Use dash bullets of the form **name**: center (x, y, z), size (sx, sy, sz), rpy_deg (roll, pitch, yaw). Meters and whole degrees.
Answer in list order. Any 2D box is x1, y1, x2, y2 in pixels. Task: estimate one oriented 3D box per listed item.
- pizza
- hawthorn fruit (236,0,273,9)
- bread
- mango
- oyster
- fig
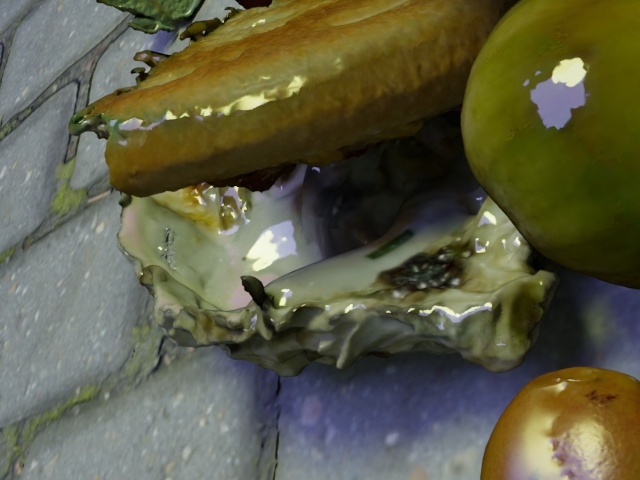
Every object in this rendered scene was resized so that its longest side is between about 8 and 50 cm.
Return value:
- **pizza**: center (0.005, -0.093, 0.515), size (0.290, 0.081, 0.229), rpy_deg (-26, 26, -17)
- **hawthorn fruit**: center (0.020, -0.239, 0.619), size (0.202, 0.185, 0.185), rpy_deg (-8, 60, 29)
- **bread**: center (-0.153, -0.284, 0.900), size (0.156, 0.103, 0.110), rpy_deg (-47, 43, 8)
- **mango**: center (0.102, 0.106, 0.371), size (0.080, 0.060, 0.114), rpy_deg (17, 78, 37)
- **oyster**: center (-0.001, 0.004, 0.543), size (0.201, 0.107, 0.354), rpy_deg (-31, 28, -12)
- **fig**: center (0.128, -0.050, 0.383), size (0.153, 0.136, 0.121), rpy_deg (-52, 8, -27)
